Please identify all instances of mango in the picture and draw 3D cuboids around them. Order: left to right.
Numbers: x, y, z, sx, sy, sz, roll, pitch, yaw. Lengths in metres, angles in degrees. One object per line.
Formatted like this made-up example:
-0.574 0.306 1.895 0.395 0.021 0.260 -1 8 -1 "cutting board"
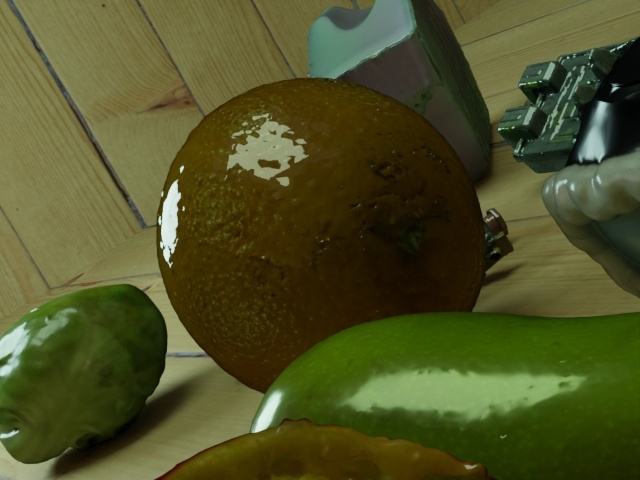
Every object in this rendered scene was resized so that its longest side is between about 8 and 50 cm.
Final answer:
0.094 0.105 0.750 0.293 0.143 0.175 -13 11 26 "mango"

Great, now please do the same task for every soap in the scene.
0.104 -0.193 1.787 0.156 0.261 0.446 -24 11 13 "soap"

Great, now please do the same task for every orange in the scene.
0.000 0.000 1.130 0.274 0.274 0.274 -29 10 6 "orange"

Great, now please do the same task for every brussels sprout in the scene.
-0.258 0.132 1.485 0.223 0.161 0.223 -30 17 10 "brussels sprout"

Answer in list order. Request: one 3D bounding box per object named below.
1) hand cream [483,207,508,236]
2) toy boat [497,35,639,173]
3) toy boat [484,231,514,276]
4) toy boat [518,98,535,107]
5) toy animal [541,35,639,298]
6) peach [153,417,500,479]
0.087 0.034 1.343 0.209 0.067 0.043 -30 -31 -10 "hand cream"
0.321 -0.148 1.395 0.319 0.092 0.141 -5 50 51 "toy boat"
0.107 0.038 1.271 0.149 0.047 0.049 -32 24 0 "toy boat"
0.282 -0.134 1.589 0.084 0.066 0.210 -41 21 6 "toy boat"
0.263 -0.051 0.875 0.208 0.204 0.156 -49 26 -3 "toy animal"
0.024 0.157 0.423 0.190 0.226 0.196 -35 11 -8 "peach"
